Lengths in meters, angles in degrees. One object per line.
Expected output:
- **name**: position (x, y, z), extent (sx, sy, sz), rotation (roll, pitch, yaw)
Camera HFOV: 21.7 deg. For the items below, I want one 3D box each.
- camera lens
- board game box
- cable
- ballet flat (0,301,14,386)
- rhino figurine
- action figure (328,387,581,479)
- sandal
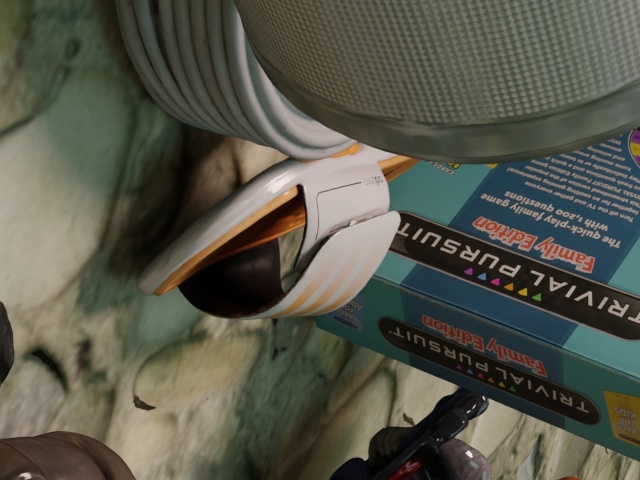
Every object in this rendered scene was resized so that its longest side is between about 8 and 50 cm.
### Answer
- **camera lens**: position (0.045, -0.178, 0.555), extent (0.219, 0.219, 0.274), rotation (-55, 144, -24)
- **board game box**: position (0.186, -0.037, 1.080), extent (0.336, 0.253, 0.079), rotation (-50, 147, -31)
- **cable**: position (0.006, -0.165, 0.808), extent (0.257, 0.089, 0.257), rotation (-53, 152, -28)
- **ballet flat**: position (-0.171, 0.012, 0.678), extent (0.173, 0.057, 0.049), rotation (75, 4, -55)
- **rhino figurine**: position (-0.144, 0.128, 0.747), extent (0.073, 0.106, 0.243), rotation (-51, 157, 7)
- **action figure**: position (0.049, 0.243, 1.054), extent (0.341, 0.178, 0.330), rotation (-36, -172, -23)
- **sandal**: position (0.008, -0.006, 0.922), extent (0.102, 0.076, 0.265), rotation (-37, 173, 34)
